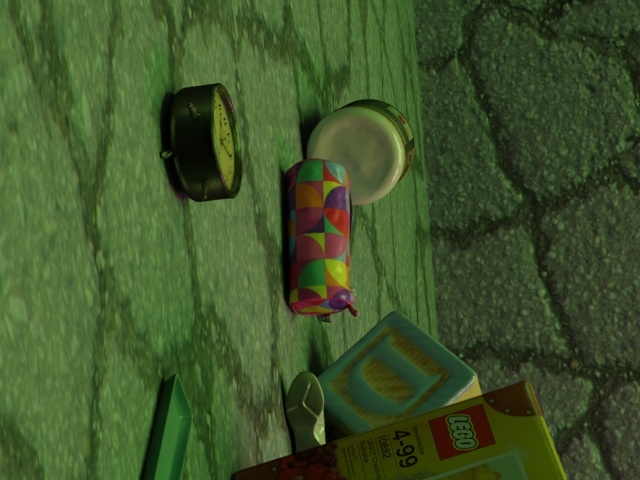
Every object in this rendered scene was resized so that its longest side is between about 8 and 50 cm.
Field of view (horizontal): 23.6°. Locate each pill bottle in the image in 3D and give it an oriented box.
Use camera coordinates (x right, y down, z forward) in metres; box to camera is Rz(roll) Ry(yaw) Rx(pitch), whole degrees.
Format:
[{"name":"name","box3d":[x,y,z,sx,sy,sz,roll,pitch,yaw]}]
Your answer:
[{"name":"pill bottle","box3d":[0.074,-0.153,2.561,0.278,0.162,0.162,-43,126,-77]}]

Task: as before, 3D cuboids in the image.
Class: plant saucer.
[{"name":"plant saucer","box3d":[-0.154,0.220,1.509,0.192,0.018,0.067,-85,164,-51]}]

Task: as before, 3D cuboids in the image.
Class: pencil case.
[{"name":"pencil case","box3d":[0.000,0.000,2.244,0.104,0.104,0.236,57,28,-68]}]

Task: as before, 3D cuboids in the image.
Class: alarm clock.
[{"name":"alarm clock","box3d":[-0.126,-0.111,1.726,0.192,0.064,0.129,-41,123,-75]}]

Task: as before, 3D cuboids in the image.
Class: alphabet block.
[{"name":"alphabet block","box3d":[0.125,0.263,2.325,0.192,0.193,0.197,40,-18,36]}]

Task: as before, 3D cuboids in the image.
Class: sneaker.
[{"name":"sneaker","box3d":[-0.020,0.248,2.138,0.061,0.054,0.152,-94,-179,-69]}]

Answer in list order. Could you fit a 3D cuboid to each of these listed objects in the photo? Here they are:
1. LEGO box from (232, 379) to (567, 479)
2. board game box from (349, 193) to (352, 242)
[{"name":"LEGO box","box3d":[0.131,0.434,1.647,0.500,0.372,0.193,-105,176,-51]},{"name":"board game box","box3d":[0.002,-0.029,2.355,0.169,0.033,0.133,-168,-98,-69]}]
